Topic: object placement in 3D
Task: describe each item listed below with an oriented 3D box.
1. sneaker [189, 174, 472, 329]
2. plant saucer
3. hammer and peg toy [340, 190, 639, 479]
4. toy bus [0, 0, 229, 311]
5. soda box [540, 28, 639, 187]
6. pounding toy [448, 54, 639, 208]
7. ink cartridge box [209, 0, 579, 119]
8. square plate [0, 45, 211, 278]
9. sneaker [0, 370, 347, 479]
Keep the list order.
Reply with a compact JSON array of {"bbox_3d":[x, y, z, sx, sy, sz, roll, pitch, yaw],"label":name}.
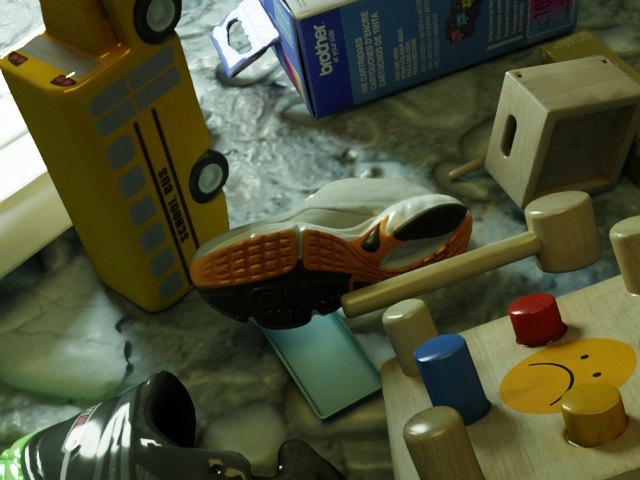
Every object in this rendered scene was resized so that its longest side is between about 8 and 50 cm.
[{"bbox_3d":[0.000,0.000,0.867,0.262,0.099,0.121,-10,30,-24],"label":"sneaker"},{"bbox_3d":[-0.015,0.081,0.852,0.067,0.018,0.192,-26,48,-13],"label":"plant saucer"},{"bbox_3d":[0.162,0.089,0.696,0.266,0.127,0.361,-21,16,5],"label":"hammer and peg toy"},{"bbox_3d":[-0.174,-0.097,0.833,0.108,0.333,0.130,29,58,32],"label":"toy bus"},{"bbox_3d":[0.293,-0.137,0.960,0.058,0.061,0.181,-23,47,-9],"label":"soda box"},{"bbox_3d":[0.211,-0.098,0.908,0.130,0.141,0.100,-12,45,-20],"label":"pounding toy"},{"bbox_3d":[0.061,-0.307,1.105,0.395,0.151,0.270,-19,47,-8],"label":"ink cartridge box"},{"bbox_3d":[-0.359,-0.111,1.052,0.344,0.049,0.347,21,48,30],"label":"square plate"},{"bbox_3d":[-0.031,0.237,0.597,0.202,0.185,0.483,-40,53,-19],"label":"sneaker"}]
